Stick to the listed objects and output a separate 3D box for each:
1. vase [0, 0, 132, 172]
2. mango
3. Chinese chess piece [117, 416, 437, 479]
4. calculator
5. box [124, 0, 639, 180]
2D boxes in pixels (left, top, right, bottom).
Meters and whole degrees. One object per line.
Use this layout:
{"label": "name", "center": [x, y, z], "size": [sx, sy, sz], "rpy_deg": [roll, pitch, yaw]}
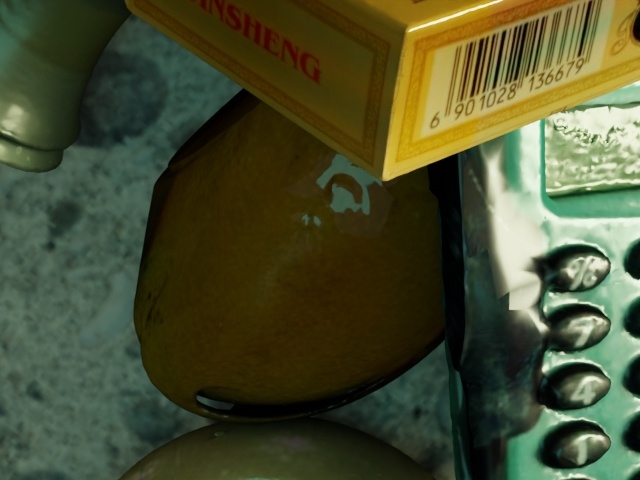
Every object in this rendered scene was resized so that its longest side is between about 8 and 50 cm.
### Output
{"label": "vase", "center": [-0.087, -0.189, 0.975], "size": [0.173, 0.173, 0.321], "rpy_deg": [40, 110, 0]}
{"label": "mango", "center": [0.000, 0.000, 1.001], "size": [0.236, 0.136, 0.166], "rpy_deg": [-39, 98, 20]}
{"label": "Chinese chess piece", "center": [-0.024, 0.220, 1.057], "size": [0.251, 0.097, 0.251], "rpy_deg": [2, 102, 8]}
{"label": "calculator", "center": [0.169, 0.028, 0.955], "size": [0.248, 0.058, 0.274], "rpy_deg": [-6, 100, -25]}
{"label": "box", "center": [0.071, -0.132, 0.872], "size": [0.174, 0.274, 0.076], "rpy_deg": [37, 134, 34]}
